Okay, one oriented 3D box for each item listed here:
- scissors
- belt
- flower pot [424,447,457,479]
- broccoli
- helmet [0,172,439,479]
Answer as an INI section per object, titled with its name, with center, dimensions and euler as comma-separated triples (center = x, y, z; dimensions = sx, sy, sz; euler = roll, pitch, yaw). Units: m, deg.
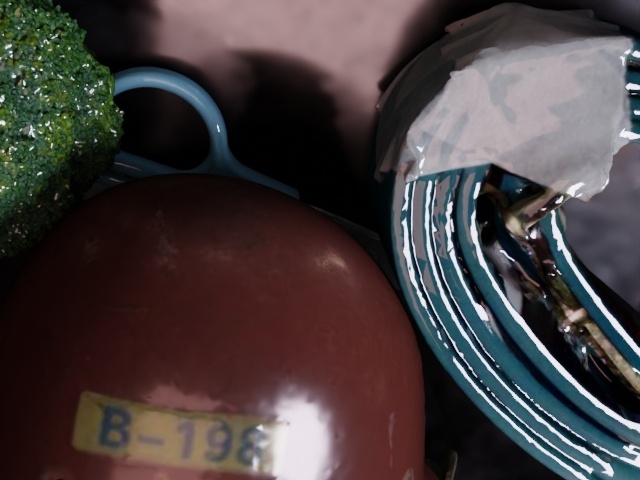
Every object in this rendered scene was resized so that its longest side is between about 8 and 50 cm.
[scissors]
center = 0.000, 0.000, 0.907
dimensions = 0.447, 0.029, 0.192
euler = 19, 115, -7
[belt]
center = 0.231, 0.014, 0.818
dimensions = 0.300, 0.173, 0.436
euler = -43, 108, 10
[flower pot]
center = -0.009, 0.249, 0.943
dimensions = 0.203, 0.212, 0.212
euler = 21, 115, 7
[broccoli]
center = -0.281, -0.092, 0.775
dimensions = 0.261, 0.241, 0.269
euler = -18, 130, -12
[helmet]
center = -0.067, 0.072, 0.771
dimensions = 0.385, 0.337, 0.230
euler = 11, 107, 0
